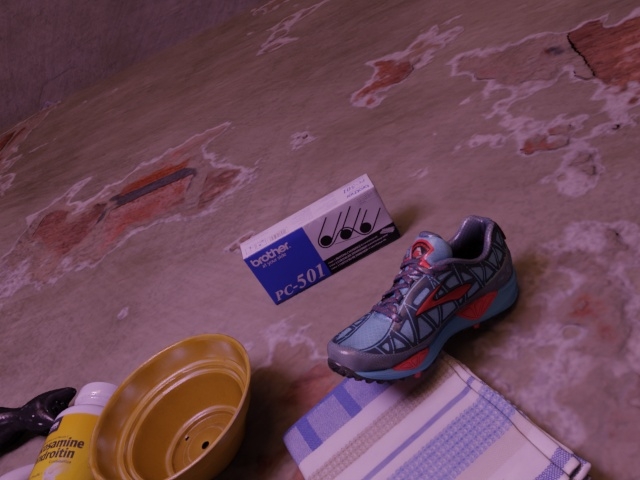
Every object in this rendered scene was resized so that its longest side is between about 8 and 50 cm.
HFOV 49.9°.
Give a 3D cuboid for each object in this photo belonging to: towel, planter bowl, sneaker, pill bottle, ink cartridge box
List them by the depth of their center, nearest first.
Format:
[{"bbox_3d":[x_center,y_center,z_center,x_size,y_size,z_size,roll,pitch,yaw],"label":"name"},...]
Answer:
[{"bbox_3d":[0.093,0.212,0.677,0.209,0.034,0.285,-39,31,-8],"label":"towel"},{"bbox_3d":[0.103,0.051,0.744,0.262,0.125,0.104,-28,28,-31],"label":"sneaker"},{"bbox_3d":[-0.156,0.221,0.815,0.217,0.090,0.217,-22,33,15],"label":"planter bowl"},{"bbox_3d":[-0.293,0.270,0.851,0.103,0.103,0.184,-19,35,19],"label":"pill bottle"},{"bbox_3d":[0.000,0.000,0.977,0.207,0.097,0.046,-29,32,5],"label":"ink cartridge box"}]

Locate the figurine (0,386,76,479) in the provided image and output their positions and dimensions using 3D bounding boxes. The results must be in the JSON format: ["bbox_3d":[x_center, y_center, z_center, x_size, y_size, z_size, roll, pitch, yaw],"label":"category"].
[{"bbox_3d":[-0.455,0.309,0.957,0.210,0.092,0.214,-18,36,13],"label":"figurine"}]
